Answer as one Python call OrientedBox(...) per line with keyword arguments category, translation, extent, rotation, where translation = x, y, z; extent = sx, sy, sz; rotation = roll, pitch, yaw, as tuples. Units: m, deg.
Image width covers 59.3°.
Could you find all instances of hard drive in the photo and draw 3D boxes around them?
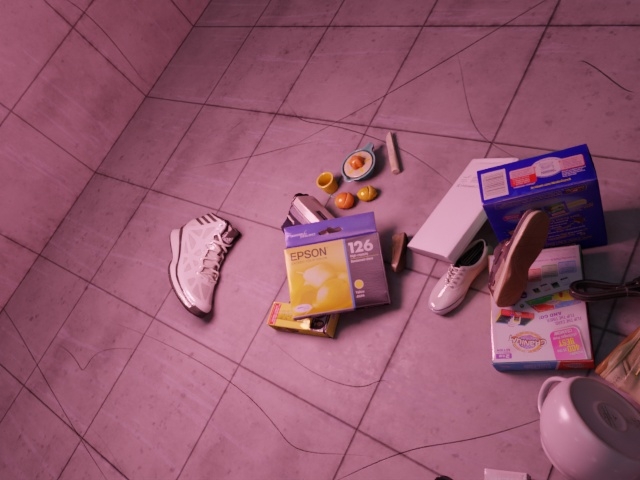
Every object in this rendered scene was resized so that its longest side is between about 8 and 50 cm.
OrientedBox(category="hard drive", translation=(0.428, -0.096, 1.682), extent=(0.353, 0.047, 0.233), rotation=(-52, 19, -6))

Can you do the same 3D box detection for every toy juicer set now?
OrientedBox(category="toy juicer set", translation=(0.152, -0.244, 1.982), extent=(0.329, 0.089, 0.209), rotation=(-36, 49, 7))

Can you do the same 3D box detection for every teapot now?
OrientedBox(category="teapot", translation=(0.577, 0.436, 1.235), extent=(0.252, 0.256, 0.187), rotation=(41, 126, 21))

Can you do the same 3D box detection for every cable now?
OrientedBox(category="cable", translation=(0.760, 0.128, 1.354), extent=(0.287, 0.072, 0.140), rotation=(-16, 39, 10))

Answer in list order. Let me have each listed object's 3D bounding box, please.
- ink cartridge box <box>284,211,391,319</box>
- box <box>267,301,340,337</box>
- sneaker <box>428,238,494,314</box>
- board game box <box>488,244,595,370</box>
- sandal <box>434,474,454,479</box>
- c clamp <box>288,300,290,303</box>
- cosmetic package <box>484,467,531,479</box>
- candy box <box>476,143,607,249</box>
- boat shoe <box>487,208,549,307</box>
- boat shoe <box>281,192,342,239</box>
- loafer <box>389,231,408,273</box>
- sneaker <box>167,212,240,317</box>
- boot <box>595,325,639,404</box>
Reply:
OrientedBox(category="ink cartridge box", translation=(0.044, 0.072, 1.754), extent=(0.303, 0.072, 0.308), rotation=(-11, 77, 6))
OrientedBox(category="box", translation=(-0.057, 0.255, 1.822), extent=(0.232, 0.058, 0.087), rotation=(3, 63, 33))
OrientedBox(category="sneaker", translation=(0.394, 0.096, 1.618), extent=(0.258, 0.091, 0.094), rotation=(-51, 49, -5))
OrientedBox(category="board game box", translation=(0.571, 0.177, 1.476), extent=(0.242, 0.064, 0.317), rotation=(-8, 58, 28))
OrientedBox(category="sandal", translation=(0.287, 0.694, 1.338), extent=(0.097, 0.054, 0.255), rotation=(-1, 62, 31))
OrientedBox(category="c clamp", translation=(-0.015, 0.185, 1.867), extent=(0.160, 0.022, 0.137), rotation=(17, 64, 38))
OrientedBox(category="cosmetic package", translation=(0.424, 0.652, 1.276), extent=(0.098, 0.060, 0.239), rotation=(-6, 59, 31))
OrientedBox(category="candy box", translation=(0.581, -0.083, 1.465), extent=(0.268, 0.317, 0.122), rotation=(-12, 55, 24))
OrientedBox(category="boat shoe", translation=(0.486, 0.037, 1.424), extent=(0.102, 0.285, 0.092), rotation=(-8, 36, -22))
OrientedBox(category="boat shoe", translation=(0.000, 0.000, 1.926), extent=(0.341, 0.127, 0.158), rotation=(50, 126, 28))
OrientedBox(category="loafer", translation=(0.242, 0.041, 1.776), extent=(0.050, 0.056, 0.148), rotation=(-5, 50, 30))
OrientedBox(category="sneaker", translation=(-0.421, 0.058, 2.098), extent=(0.257, 0.169, 0.448), rotation=(-32, 47, 13))
OrientedBox(category="boot", translation=(0.782, 0.283, 1.260), extent=(0.261, 0.095, 0.203), rotation=(-33, 60, -18))
